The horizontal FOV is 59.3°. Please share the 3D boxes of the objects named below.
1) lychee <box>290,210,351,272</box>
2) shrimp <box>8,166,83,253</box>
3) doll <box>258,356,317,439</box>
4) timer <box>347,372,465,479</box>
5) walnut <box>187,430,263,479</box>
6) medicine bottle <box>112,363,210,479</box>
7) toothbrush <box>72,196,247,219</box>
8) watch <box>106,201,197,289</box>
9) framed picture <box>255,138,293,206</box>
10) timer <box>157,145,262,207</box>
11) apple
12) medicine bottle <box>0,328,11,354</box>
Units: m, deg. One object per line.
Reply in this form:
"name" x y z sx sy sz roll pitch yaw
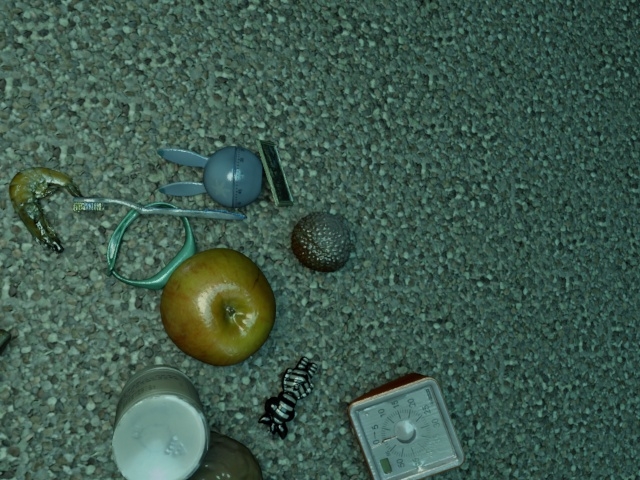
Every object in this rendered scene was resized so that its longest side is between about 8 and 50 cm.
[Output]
"lychee" 0.000 0.000 1.508 0.165 0.197 0.165 -11 130 -14
"shrimp" -0.640 -0.079 1.341 0.150 0.051 0.217 -27 91 -27
"doll" -0.083 0.411 1.484 0.091 0.067 0.219 36 69 -10
"timer" 0.220 0.517 1.536 0.250 0.161 0.257 -21 93 -12
"walnut" -0.260 0.580 1.321 0.248 0.248 0.248 2 85 -19
"medicine bottle" -0.358 0.396 1.253 0.190 0.332 0.189 0 90 -17
"toothbrush" -0.383 -0.074 1.379 0.414 0.035 0.042 3 99 -19
"watch" -0.423 0.017 1.397 0.195 0.068 0.237 43 73 -10
"framed picture" -0.118 -0.179 1.492 0.011 0.142 0.183 -17 91 15
"timer" -0.266 -0.174 1.444 0.256 0.175 0.175 16 79 12
"apple" -0.239 0.159 1.349 0.286 0.233 0.286 -4 98 -27
"medicine bottle" -0.845 0.175 1.190 0.322 0.151 0.151 35 75 -13
